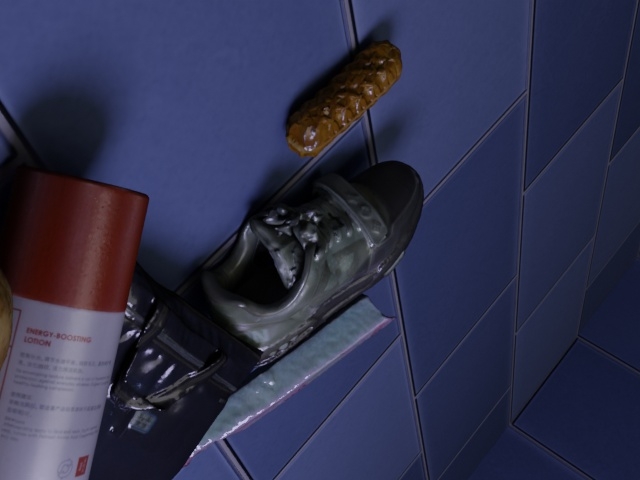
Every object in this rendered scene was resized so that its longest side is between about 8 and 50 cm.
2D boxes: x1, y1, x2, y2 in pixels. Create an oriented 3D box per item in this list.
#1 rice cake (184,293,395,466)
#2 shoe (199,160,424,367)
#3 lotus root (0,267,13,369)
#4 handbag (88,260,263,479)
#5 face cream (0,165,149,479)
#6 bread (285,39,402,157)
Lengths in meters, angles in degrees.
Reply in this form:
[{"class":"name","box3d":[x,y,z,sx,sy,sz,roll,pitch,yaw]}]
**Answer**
[{"class":"rice cake","box3d":[-0.050,0.151,0.896,0.290,0.051,0.081,-34,-174,-8]},{"class":"shoe","box3d":[-0.002,-0.002,0.840,0.293,0.109,0.149,-44,154,-15]},{"class":"lotus root","box3d":[-0.271,0.067,0.475,0.154,0.140,0.257,23,108,-32]},{"class":"handbag","box3d":[-0.176,0.126,0.716,0.211,0.088,0.254,-49,138,-5]},{"class":"face cream","box3d":[-0.188,0.062,0.578,0.096,0.095,0.214,15,87,-60]},{"class":"bread","box3d":[0.025,-0.141,0.818,0.157,0.044,0.052,-45,146,-22]}]
